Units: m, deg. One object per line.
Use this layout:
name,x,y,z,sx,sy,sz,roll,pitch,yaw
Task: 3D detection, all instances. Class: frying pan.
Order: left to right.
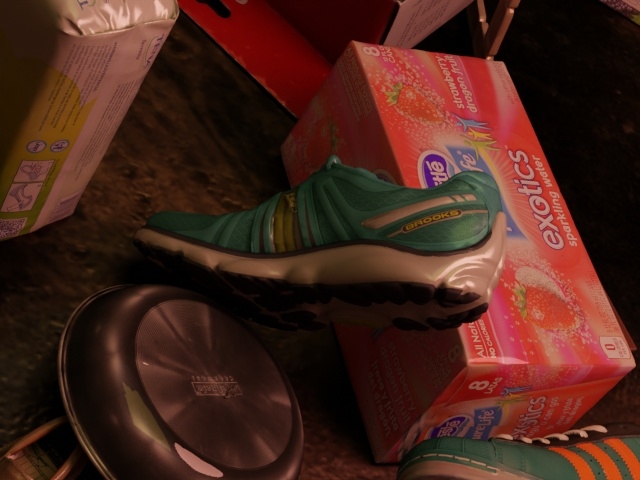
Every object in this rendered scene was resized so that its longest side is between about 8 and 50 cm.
frying pan,-0.078,0.153,0.903,0.197,0.053,0.326,27,37,-31

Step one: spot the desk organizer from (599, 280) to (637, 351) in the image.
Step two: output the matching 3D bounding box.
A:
desk organizer,0.208,0.051,1.202,0.050,0.047,0.130,0,54,-36

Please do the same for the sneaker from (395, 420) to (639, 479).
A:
sneaker,0.179,0.184,1.031,0.302,0.108,0.121,23,43,-25

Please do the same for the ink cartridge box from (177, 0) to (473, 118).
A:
ink cartridge box,-0.017,-0.300,1.266,0.309,0.130,0.272,43,58,9

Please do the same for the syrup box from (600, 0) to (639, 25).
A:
syrup box,0.329,-0.322,1.569,0.236,0.096,0.093,29,41,-7

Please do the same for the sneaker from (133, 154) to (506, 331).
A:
sneaker,0.000,0.000,0.988,0.107,0.275,0.110,48,49,-54

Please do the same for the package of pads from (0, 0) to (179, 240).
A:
package of pads,-0.233,-0.183,0.990,0.101,0.229,0.296,-18,65,-41

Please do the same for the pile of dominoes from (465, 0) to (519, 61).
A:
pile of dominoes,0.188,-0.307,1.389,0.040,0.196,0.251,8,48,-12

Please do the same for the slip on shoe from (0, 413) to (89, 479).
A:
slip on shoe,-0.189,0.150,0.865,0.051,0.041,0.135,47,44,11

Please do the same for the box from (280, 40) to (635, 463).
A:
box,0.093,0.007,1.096,0.154,0.142,0.300,4,51,-28
